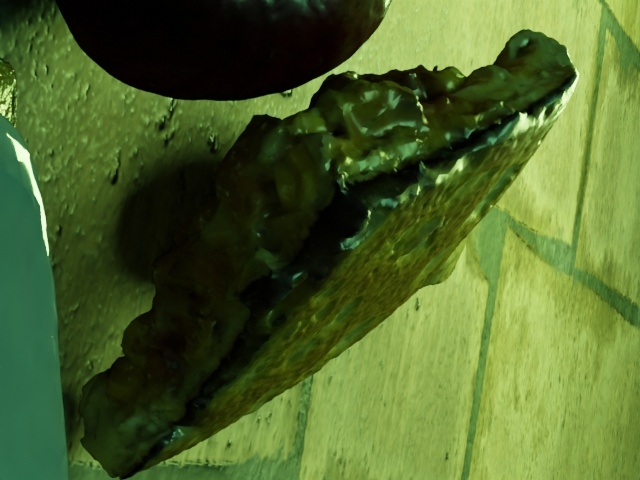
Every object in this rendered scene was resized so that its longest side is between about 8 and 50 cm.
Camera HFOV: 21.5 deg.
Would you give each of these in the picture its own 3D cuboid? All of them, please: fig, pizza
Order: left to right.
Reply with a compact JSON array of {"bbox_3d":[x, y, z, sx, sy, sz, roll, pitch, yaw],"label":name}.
[{"bbox_3d":[-0.065,-0.197,1.015,0.235,0.214,0.235,-22,127,-33],"label":"fig"},{"bbox_3d":[0.000,0.000,1.077,0.409,0.114,0.278,-45,160,2],"label":"pizza"}]

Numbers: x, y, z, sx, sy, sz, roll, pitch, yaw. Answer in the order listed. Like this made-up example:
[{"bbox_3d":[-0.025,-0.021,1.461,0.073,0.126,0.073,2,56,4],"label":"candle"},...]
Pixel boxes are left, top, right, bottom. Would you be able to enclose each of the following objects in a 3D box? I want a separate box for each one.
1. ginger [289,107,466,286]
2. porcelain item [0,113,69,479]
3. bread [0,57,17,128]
[{"bbox_3d":[0.030,-0.028,1.333,0.190,0.126,0.354,-63,158,1],"label":"ginger"},{"bbox_3d":[-0.259,0.040,0.375,0.178,0.405,0.242,-33,125,-58],"label":"porcelain item"},{"bbox_3d":[-0.196,-0.068,0.924,0.081,0.046,0.083,-66,149,-46],"label":"bread"}]
